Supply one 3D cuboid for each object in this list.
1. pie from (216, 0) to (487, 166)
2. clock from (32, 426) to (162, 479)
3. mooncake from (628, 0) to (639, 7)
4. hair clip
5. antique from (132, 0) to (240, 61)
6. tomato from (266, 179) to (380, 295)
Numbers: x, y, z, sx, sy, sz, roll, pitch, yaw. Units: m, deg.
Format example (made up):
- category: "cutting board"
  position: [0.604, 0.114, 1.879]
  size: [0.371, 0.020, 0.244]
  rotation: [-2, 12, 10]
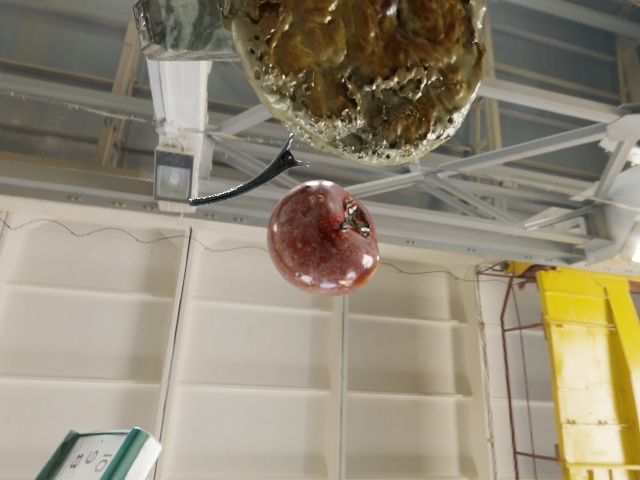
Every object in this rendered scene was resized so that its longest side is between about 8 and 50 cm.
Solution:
- category: "pie"
  position: [0.046, -0.202, 0.382]
  size: [0.275, 0.055, 0.273]
  rotation: [-3, -83, -25]
- category: "clock"
  position: [-0.367, 0.424, 0.642]
  size: [0.116, 0.231, 0.262]
  rotation: [53, -143, -26]
- category: "mooncake"
  position: [0.278, -0.211, 0.181]
  size: [0.324, 0.324, 0.187]
  rotation: [27, -75, -6]
- category: "hair clip"
  position: [-0.160, -0.131, 0.952]
  size: [0.275, 0.048, 0.083]
  rotation: [-30, -71, -1]
- category: "antique"
  position: [-0.181, -0.323, 0.659]
  size: [0.183, 0.086, 0.088]
  rotation: [-17, -72, -36]
- category: "tomato"
  position: [0.000, 0.000, 0.986]
  size: [0.270, 0.227, 0.270]
  rotation: [39, -145, -34]
